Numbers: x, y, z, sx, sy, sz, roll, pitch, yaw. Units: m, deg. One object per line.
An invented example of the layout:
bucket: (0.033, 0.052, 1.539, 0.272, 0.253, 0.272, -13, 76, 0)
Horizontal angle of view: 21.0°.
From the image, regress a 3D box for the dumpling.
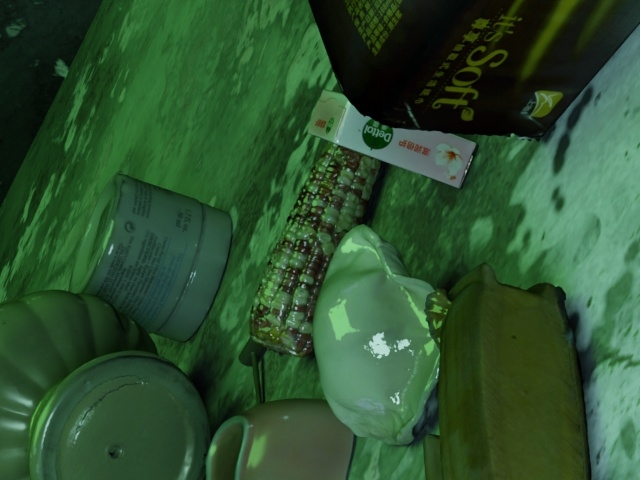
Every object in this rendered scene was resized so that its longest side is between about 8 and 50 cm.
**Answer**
dumpling: (0.056, 0.073, 1.397, 0.134, 0.100, 0.169, -10, 62, 54)

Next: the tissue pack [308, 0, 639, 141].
tissue pack: (0.153, -0.263, 1.245, 0.370, 0.198, 0.210, -51, 44, 44)

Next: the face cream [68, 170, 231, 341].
face cream: (-0.212, 0.021, 2.134, 0.177, 0.153, 0.177, -55, 23, 36)

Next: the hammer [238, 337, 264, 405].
hammer: (-0.066, 0.145, 1.804, 0.035, 0.019, 0.110, -58, 27, 32)

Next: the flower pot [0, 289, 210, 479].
flower pot: (-0.271, 0.214, 1.911, 0.244, 0.307, 0.307, 10, 80, 56)

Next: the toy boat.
toy boat: (0.117, 0.154, 1.149, 0.321, 0.089, 0.121, -91, 22, -44)

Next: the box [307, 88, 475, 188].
box: (0.061, -0.089, 1.505, 0.089, 0.125, 0.043, -149, 78, -73)

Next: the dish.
dish: (-0.056, 0.231, 1.558, 0.213, 0.090, 0.213, -54, 24, 39)

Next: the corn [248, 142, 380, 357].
corn: (0.000, 0.000, 1.679, 0.237, 0.079, 0.079, -66, 18, -4)
